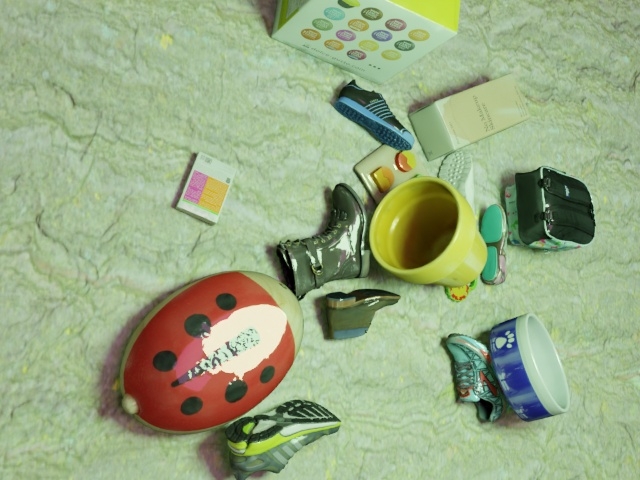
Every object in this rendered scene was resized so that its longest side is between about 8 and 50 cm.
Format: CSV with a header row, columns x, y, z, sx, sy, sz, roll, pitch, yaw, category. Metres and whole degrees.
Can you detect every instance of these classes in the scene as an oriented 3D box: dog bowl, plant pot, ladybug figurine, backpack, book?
x,y,z,sx,sy,sz,roll,pitch,yaw,category
0.537,0.325,1.939,0.265,0.104,0.264,43,33,-39,dog bowl
0.285,0.004,1.857,0.239,0.254,0.253,33,63,-47,plant pot
-0.209,0.229,1.581,0.449,0.162,0.305,-35,98,-30,ladybug figurine
0.644,-0.076,2.102,0.254,0.191,0.225,7,74,-32,backpack
-0.257,-0.118,1.704,0.096,0.035,0.144,26,68,-19,book

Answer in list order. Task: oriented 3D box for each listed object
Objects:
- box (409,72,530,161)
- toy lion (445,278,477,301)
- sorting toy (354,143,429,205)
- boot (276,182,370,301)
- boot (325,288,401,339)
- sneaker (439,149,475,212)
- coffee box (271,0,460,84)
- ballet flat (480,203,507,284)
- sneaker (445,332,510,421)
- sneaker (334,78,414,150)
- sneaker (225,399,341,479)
x,y,z,sx,sy,sz,roll,pitch,yaw,category
0.410,-0.339,2.068,0.311,0.121,0.147,-26,94,-31,box
0.375,0.115,2.009,0.100,0.034,0.096,1,86,-29,toy lion
0.209,-0.153,1.966,0.193,0.038,0.208,-38,99,-29,sorting toy
0.000,0.000,1.787,0.229,0.091,0.262,-9,86,-31,boot
0.100,0.177,1.831,0.219,0.082,0.106,-1,102,-33,boot
0.377,-0.133,2.039,0.095,0.090,0.234,40,51,-48,sneaker
0.119,-0.643,1.846,0.338,0.334,0.337,16,72,-26,coffee box
0.483,0.013,2.072,0.079,0.077,0.221,11,79,-46,ballet flat
0.397,0.354,1.928,0.125,0.104,0.261,-43,101,-27,sneaker
0.152,-0.323,1.934,0.232,0.081,0.090,32,68,-10,sneaker
-0.082,0.435,1.654,0.300,0.111,0.121,-5,114,-38,sneaker
